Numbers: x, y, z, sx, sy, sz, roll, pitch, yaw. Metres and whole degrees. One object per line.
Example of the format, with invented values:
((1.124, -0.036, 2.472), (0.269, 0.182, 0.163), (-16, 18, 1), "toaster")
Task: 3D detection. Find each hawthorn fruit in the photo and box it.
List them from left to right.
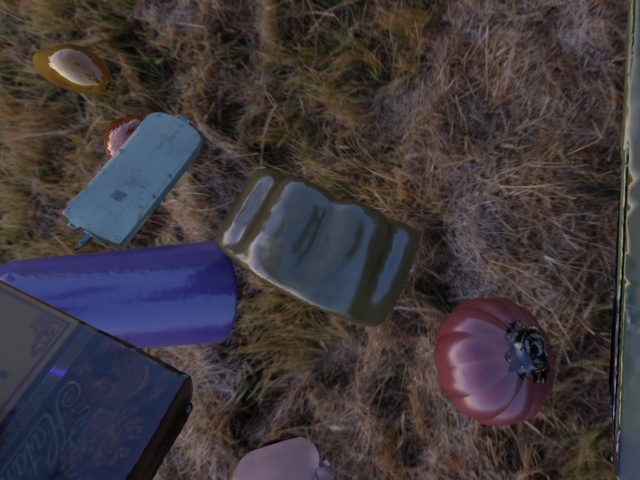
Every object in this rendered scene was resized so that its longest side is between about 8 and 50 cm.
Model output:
((-0.411, -0.200, 1.417), (0.196, 0.196, 0.226), (-9, 106, 10), "hawthorn fruit")

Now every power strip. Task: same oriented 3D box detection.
((-0.227, -0.071, 0.712), (0.080, 0.029, 0.227), (28, 59, 3), "power strip")

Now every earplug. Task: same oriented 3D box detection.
((-0.402, 0.112, 1.106), (0.455, 0.215, 0.215), (-1, 93, -33), "earplug")

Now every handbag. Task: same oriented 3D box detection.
((-0.074, 0.519, 1.249), (0.205, 0.179, 0.116), (-18, 119, 4), "handbag")

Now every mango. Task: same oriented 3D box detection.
((-0.690, -0.477, 1.604), (0.253, 0.138, 0.113), (18, 68, 17), "mango")

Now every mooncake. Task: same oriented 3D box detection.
((0.000, 0.000, 1.118), (0.378, 0.378, 0.201), (27, 92, 8), "mooncake")

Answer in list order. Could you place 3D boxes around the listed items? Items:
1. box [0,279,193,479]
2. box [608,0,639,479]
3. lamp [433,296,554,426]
((-0.361, 0.166, 0.551), (0.415, 0.116, 0.264), (24, 55, 5), "box")
((0.411, -0.013, 0.385), (0.372, 0.138, 0.421), (2, 84, 35), "box")
((0.145, 0.100, 0.487), (0.108, 0.107, 0.092), (57, 143, 3), "lamp")
